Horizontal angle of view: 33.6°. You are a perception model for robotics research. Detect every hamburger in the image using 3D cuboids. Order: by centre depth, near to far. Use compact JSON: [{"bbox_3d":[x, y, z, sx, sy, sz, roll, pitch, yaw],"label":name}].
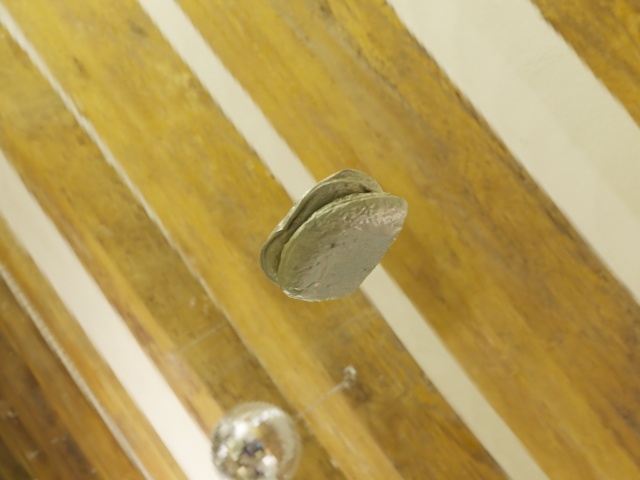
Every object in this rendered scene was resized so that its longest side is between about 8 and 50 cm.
[{"bbox_3d":[0.001,0.003,0.806,0.054,0.084,0.121,57,-47,33],"label":"hamburger"}]
